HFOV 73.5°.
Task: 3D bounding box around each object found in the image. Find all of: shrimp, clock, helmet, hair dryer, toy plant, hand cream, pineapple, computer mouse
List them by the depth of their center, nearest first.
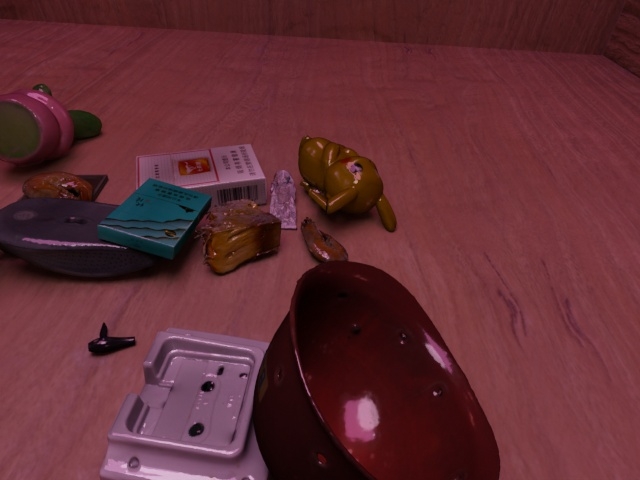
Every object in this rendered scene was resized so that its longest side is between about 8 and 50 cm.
[{"bbox_3d":[0.039,0.227,0.610,0.337,0.230,0.385,33,25,-16],"label":"helmet"},{"bbox_3d":[-0.174,0.255,0.661,0.231,0.116,0.262,6,40,3],"label":"clock"},{"bbox_3d":[-0.396,0.178,0.813,0.079,0.031,0.083,-4,30,-26],"label":"hair dryer"},{"bbox_3d":[-0.505,-0.001,0.948,0.370,0.122,0.188,5,37,-13],"label":"computer mouse"},{"bbox_3d":[-0.185,-0.024,1.008,0.186,0.115,0.236,12,37,11],"label":"pineapple"},{"bbox_3d":[0.000,0.000,1.050,0.101,0.042,0.190,3,33,-34],"label":"shrimp"},{"bbox_3d":[-0.651,-0.115,1.103,0.267,0.061,0.145,26,36,30],"label":"shrimp"},{"bbox_3d":[-0.104,-0.123,1.188,0.084,0.050,0.257,3,42,-5],"label":"hand cream"},{"bbox_3d":[-0.878,-0.349,1.292,0.316,0.211,0.356,-5,27,-7],"label":"toy plant"}]

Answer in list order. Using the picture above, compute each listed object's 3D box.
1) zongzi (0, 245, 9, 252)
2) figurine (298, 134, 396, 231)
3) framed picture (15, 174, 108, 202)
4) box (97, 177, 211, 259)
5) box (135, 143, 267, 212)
[{"bbox_3d":[-0.668,0.016,0.984,0.130,0.062,0.154,40,60,-4],"label":"zongzi"},{"bbox_3d":[0.050,-0.162,1.147,0.218,0.169,0.326,4,26,-38],"label":"figurine"},{"bbox_3d":[-0.706,-0.102,1.140,0.192,0.018,0.265,1,40,-3],"label":"framed picture"},{"bbox_3d":[-0.358,-0.056,0.956,0.160,0.042,0.226,16,34,-1],"label":"box"},{"bbox_3d":[-0.332,-0.167,1.188,0.330,0.095,0.210,-11,41,-15],"label":"box"}]
